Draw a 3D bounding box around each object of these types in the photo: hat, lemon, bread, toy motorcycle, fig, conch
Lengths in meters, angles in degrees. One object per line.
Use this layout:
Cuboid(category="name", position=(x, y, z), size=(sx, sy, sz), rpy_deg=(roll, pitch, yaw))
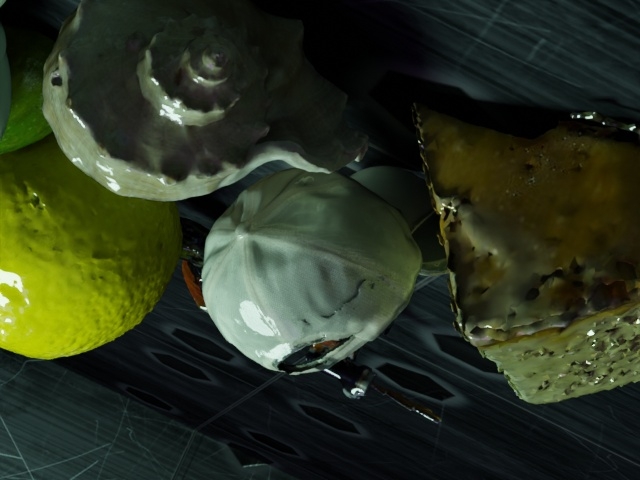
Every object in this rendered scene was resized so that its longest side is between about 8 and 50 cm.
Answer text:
Cuboid(category="hat", position=(0.004, -0.001, 1.298), size=(0.232, 0.275, 0.161), rpy_deg=(-13, 110, 31))
Cuboid(category="lemon", position=(-0.294, -0.001, 1.591), size=(0.268, 0.322, 0.268), rpy_deg=(16, 120, 29))
Cuboid(category="bread", position=(0.250, -0.027, 1.183), size=(0.315, 0.279, 0.248), rpy_deg=(-26, 147, 10))
Cuboid(category="toy motorcycle", position=(-0.016, 0.090, 1.764), size=(0.401, 0.134, 0.207), rpy_deg=(23, 163, 9))
Cuboid(category="fig", position=(-0.323, -0.139, 1.462), size=(0.123, 0.156, 0.123), rpy_deg=(28, 163, 9))
Cuboid(category="conch", position=(-0.096, -0.122, 1.182), size=(0.263, 0.186, 0.324), rpy_deg=(13, -176, -16))

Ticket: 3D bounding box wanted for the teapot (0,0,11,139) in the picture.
Cuboid(category="teapot", position=(-0.364, -0.188, 1.337), size=(0.220, 0.318, 0.149), rpy_deg=(40, -157, 25))
